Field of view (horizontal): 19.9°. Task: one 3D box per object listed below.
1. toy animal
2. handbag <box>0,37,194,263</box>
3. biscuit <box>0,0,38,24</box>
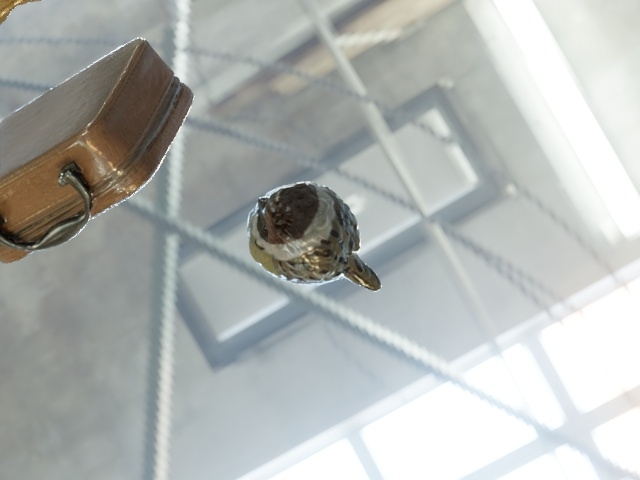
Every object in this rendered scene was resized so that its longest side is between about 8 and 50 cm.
[{"bbox_3d":[0.000,0.000,1.640,0.137,0.098,0.098,29,-161,2],"label":"toy animal"},{"bbox_3d":[-0.198,-0.066,1.439,0.072,0.193,0.151,49,-147,-24],"label":"handbag"},{"bbox_3d":[-0.251,-0.179,1.213,0.144,0.224,0.033,34,-158,-54],"label":"biscuit"}]
